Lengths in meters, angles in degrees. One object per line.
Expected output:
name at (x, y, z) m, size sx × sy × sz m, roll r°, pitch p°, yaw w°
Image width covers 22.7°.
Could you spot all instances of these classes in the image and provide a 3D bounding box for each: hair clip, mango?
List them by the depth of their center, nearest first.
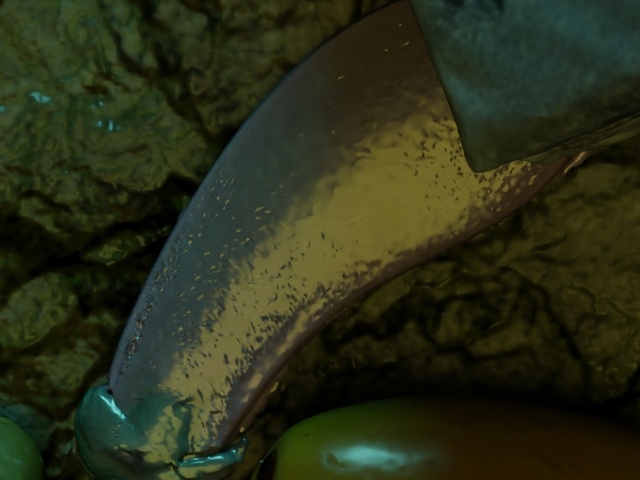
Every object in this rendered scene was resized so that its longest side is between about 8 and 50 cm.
hair clip at (-0.002, -0.002, 0.795) m, size 0.359 × 0.110 × 0.095 m, roll -49°, pitch 139°, yaw 16°
mango at (0.087, 0.146, 0.819) m, size 0.253 × 0.113 × 0.138 m, roll 2°, pitch 118°, yaw -5°

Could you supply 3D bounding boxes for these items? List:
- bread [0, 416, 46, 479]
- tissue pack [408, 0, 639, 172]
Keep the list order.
bread at (-0.282, 0.183, 0.836) m, size 0.246 × 0.176 × 0.196 m, roll 10°, pitch 110°, yaw 2°
tissue pack at (0.186, -0.220, 0.551) m, size 0.394 × 0.124 × 0.288 m, roll -22°, pitch 81°, yaw 34°
